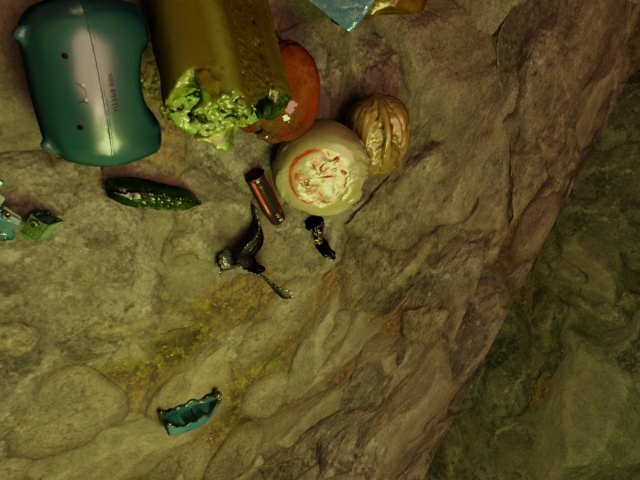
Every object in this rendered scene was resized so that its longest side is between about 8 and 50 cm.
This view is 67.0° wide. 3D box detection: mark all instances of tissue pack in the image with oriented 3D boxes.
[{"bbox_3d":[-0.419,-0.281,0.866,0.206,0.198,0.287,-16,123,-33],"label":"tissue pack"}]

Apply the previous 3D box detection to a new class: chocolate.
[{"bbox_3d":[-0.002,-0.002,1.458,0.070,0.072,0.147,-25,122,-14],"label":"chocolate"}]

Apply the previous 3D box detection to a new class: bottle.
[{"bbox_3d":[-0.142,-0.111,1.286,0.060,0.060,0.164,-40,133,-18],"label":"bottle"}]

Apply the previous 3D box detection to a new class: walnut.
[{"bbox_3d":[0.158,-0.295,1.360,0.198,0.198,0.244,-24,127,-29],"label":"walnut"}]

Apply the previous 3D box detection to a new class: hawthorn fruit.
[{"bbox_3d":[-0.098,-0.361,1.111,0.211,0.211,0.262,17,81,-44],"label":"hawthorn fruit"}]

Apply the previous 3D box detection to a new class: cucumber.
[{"bbox_3d":[-0.372,-0.101,1.096,0.228,0.069,0.069,6,107,-46],"label":"cucumber"}]

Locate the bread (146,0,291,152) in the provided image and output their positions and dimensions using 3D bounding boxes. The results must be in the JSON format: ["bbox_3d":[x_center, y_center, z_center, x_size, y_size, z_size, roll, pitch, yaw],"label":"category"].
[{"bbox_3d":[-0.205,-0.370,0.916,0.251,0.208,0.376,6,69,-55],"label":"bread"}]

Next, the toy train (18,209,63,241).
[{"bbox_3d":[-0.555,-0.029,0.960,0.038,0.093,0.056,37,91,-12],"label":"toy train"}]

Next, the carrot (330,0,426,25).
[{"bbox_3d":[0.152,-0.672,1.125,0.242,0.241,0.340,-11,121,-37],"label":"carrot"}]

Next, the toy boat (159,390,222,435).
[{"bbox_3d":[-0.367,0.491,1.392,0.186,0.075,0.077,-5,123,-42],"label":"toy boat"}]

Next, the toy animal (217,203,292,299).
[{"bbox_3d":[-0.197,0.053,1.297,0.160,0.197,0.272,-6,72,-21],"label":"toy animal"}]

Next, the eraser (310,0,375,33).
[{"bbox_3d":[-0.015,-0.593,1.021,0.312,0.042,0.144,34,114,-13],"label":"eraser"}]

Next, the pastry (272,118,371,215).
[{"bbox_3d":[0.002,-0.186,1.264,0.265,0.133,0.264,-4,121,-6],"label":"pastry"}]

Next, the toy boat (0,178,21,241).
[{"bbox_3d":[-0.639,-0.090,0.874,0.215,0.088,0.102,45,46,-43],"label":"toy boat"}]
